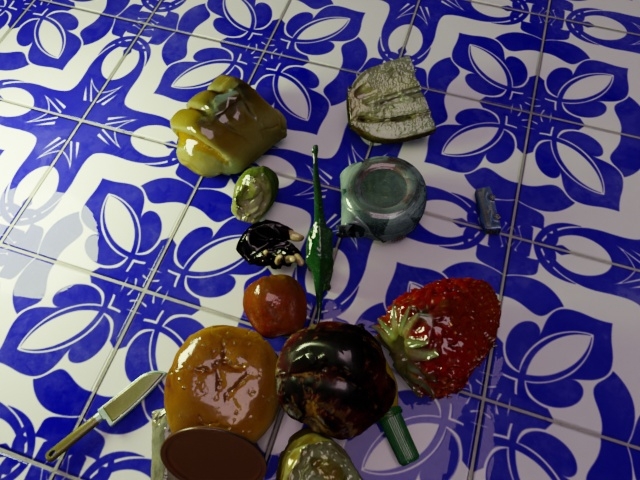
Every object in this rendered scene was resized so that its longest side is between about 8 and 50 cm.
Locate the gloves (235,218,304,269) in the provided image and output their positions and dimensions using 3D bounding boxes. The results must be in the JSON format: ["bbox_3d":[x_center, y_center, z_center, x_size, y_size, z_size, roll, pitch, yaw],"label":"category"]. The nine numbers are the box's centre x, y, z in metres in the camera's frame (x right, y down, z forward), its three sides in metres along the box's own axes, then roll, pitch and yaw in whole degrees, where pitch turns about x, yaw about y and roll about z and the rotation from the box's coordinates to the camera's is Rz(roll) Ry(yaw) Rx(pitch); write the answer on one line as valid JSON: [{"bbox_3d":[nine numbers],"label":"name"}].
[{"bbox_3d":[-0.132,0.026,1.361,0.203,0.124,0.164,38,83,18],"label":"gloves"}]

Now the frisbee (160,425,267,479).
[{"bbox_3d":[-0.248,0.512,1.091,0.250,0.251,0.021,4,34,3],"label":"frisbee"}]

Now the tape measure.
[{"bbox_3d":[0.181,-0.125,1.418,0.275,0.147,0.256,-2,63,4],"label":"tape measure"}]

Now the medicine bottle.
[{"bbox_3d":[0.162,0.417,1.204,0.111,0.076,0.309,-28,68,6],"label":"medicine bottle"}]

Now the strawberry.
[{"bbox_3d":[0.335,0.239,1.200,0.343,0.292,0.292,-13,65,-21],"label":"strawberry"}]

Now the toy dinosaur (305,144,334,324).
[{"bbox_3d":[0.000,0.000,1.275,0.087,0.301,0.447,-1,64,-2],"label":"toy dinosaur"}]

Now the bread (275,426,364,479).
[{"bbox_3d":[-0.009,0.556,1.054,0.196,0.252,0.238,-34,74,-19],"label":"bread"}]

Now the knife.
[{"bbox_3d":[-0.550,0.455,1.221,0.343,0.027,0.061,-39,67,-19],"label":"knife"}]

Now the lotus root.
[{"bbox_3d":[0.210,-0.431,1.562,0.260,0.149,0.267,-19,84,-3],"label":"lotus root"}]

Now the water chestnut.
[{"bbox_3d":[0.037,0.316,1.112,0.289,0.244,0.289,-3,84,27],"label":"water chestnut"}]

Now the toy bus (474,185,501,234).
[{"bbox_3d":[0.520,-0.092,1.449,0.061,0.051,0.153,-8,65,11],"label":"toy bus"}]

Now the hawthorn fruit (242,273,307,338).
[{"bbox_3d":[-0.118,0.178,1.269,0.189,0.189,0.189,0,65,1],"label":"hawthorn fruit"}]

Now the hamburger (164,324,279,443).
[{"bbox_3d":[-0.241,0.371,1.177,0.289,0.170,0.314,4,65,3],"label":"hamburger"}]

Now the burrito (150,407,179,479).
[{"bbox_3d":[-0.382,0.559,1.156,0.082,0.059,0.275,-10,64,7],"label":"burrito"}]

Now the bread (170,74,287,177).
[{"bbox_3d":[-0.322,-0.370,1.504,0.341,0.210,0.300,-40,68,-15],"label":"bread"}]

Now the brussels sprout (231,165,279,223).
[{"bbox_3d":[-0.199,-0.144,1.436,0.131,0.145,0.183,21,109,-15],"label":"brussels sprout"}]
